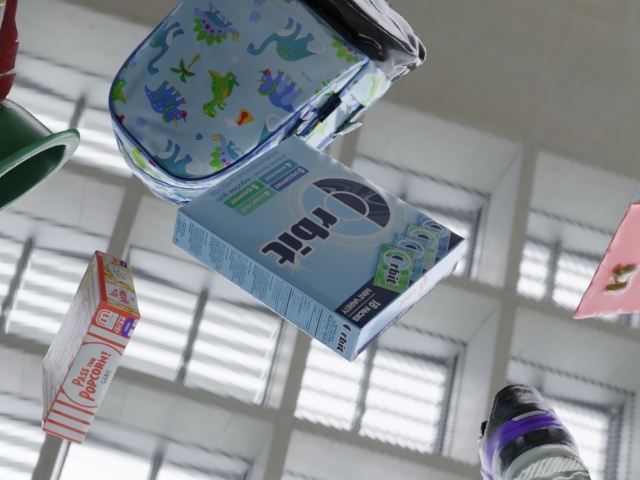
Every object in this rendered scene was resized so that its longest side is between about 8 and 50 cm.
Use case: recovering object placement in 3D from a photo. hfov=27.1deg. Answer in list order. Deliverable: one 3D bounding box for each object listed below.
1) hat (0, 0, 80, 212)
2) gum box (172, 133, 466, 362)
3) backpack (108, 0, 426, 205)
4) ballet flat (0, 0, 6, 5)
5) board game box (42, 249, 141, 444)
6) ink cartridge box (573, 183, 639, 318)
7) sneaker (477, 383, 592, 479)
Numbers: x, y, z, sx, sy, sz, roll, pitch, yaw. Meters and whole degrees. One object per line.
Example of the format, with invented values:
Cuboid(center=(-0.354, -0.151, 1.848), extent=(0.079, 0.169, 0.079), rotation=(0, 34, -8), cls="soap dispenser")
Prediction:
Cuboid(center=(-0.364, -0.133, 1.376), extent=(0.208, 0.173, 0.183), rotation=(-36, -92, -32), cls="hat")
Cuboid(center=(0.000, 0.000, 1.089), extent=(0.184, 0.041, 0.157), rotation=(33, -136, 20), cls="gum box")
Cuboid(center=(-0.097, -0.201, 1.649), extent=(0.290, 0.355, 0.273), rotation=(48, -157, 3), cls="backpack")
Cuboid(center=(-0.397, -0.293, 1.478), extent=(0.232, 0.073, 0.080), rotation=(-31, -108, -34), cls="ballet flat")
Cuboid(center=(-0.240, 0.106, 1.383), extent=(0.045, 0.193, 0.147), rotation=(23, -82, -17), cls="board game box")
Cuboid(center=(0.445, -0.062, 1.274), extent=(0.308, 0.385, 0.091), rotation=(-2, -143, -40), cls="ink cartridge box")
Cuboid(center=(0.214, 0.254, 1.353), extent=(0.102, 0.293, 0.146), rotation=(-13, -135, -7), cls="sneaker")
